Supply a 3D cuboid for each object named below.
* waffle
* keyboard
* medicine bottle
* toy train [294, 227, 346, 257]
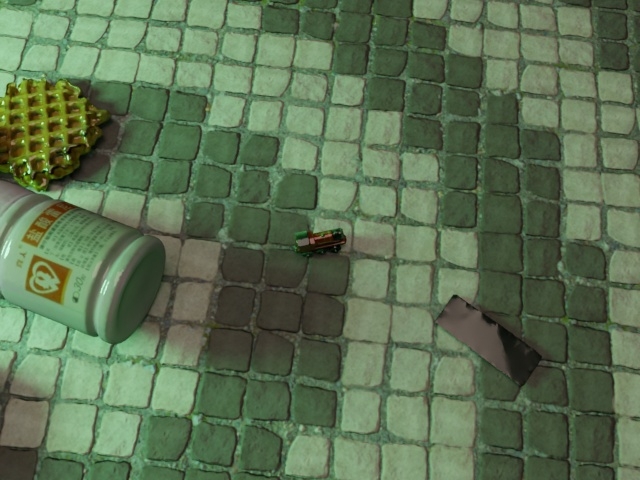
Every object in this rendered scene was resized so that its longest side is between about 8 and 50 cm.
[{"bbox_3d":[-0.565,-0.227,1.331,0.237,0.059,0.243,26,68,12],"label":"waffle"},{"bbox_3d":[0.310,0.184,1.218,0.196,0.015,0.074,36,76,12],"label":"keyboard"},{"bbox_3d":[-0.456,0.035,1.148,0.315,0.202,0.202,20,69,5],"label":"medicine bottle"},{"bbox_3d":[0.000,0.000,1.251,0.103,0.064,0.044,-11,68,-6],"label":"toy train"}]
